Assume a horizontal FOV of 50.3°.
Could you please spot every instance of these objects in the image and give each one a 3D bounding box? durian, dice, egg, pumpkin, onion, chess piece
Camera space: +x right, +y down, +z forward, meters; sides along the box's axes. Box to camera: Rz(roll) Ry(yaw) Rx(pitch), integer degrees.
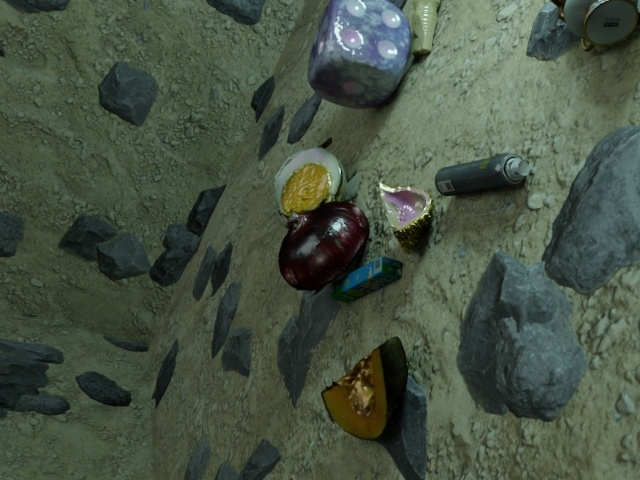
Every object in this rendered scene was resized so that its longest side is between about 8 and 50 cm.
[{"bbox_3d":[0.211,-0.058,1.737,0.182,0.132,0.165,29,105,64],"label":"durian"},{"bbox_3d":[0.119,-0.604,2.187,0.270,0.270,0.271,134,148,-65],"label":"dice"},{"bbox_3d":[-0.004,-0.166,2.290,0.286,0.174,0.264,13,83,43],"label":"egg"},{"bbox_3d":[0.145,0.349,1.587,0.169,0.148,0.312,57,144,16],"label":"pumpkin"},{"bbox_3d":[0.000,0.000,1.993,0.314,0.232,0.314,-36,17,13],"label":"onion"},{"bbox_3d":[0.321,-0.670,2.102,0.090,0.090,0.200,175,103,-65],"label":"chess piece"}]

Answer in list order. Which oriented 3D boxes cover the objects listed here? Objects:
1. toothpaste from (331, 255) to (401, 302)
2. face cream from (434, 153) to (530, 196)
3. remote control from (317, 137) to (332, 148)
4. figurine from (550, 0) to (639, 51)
[{"bbox_3d":[0.123,0.111,1.876,0.267,0.065,0.050,-34,45,54],"label":"toothpaste"},{"bbox_3d":[0.364,-0.146,1.536,0.283,0.073,0.073,-3,68,66],"label":"face cream"},{"bbox_3d":[0.015,-0.365,2.599,0.091,0.016,0.034,-32,38,55],"label":"remote control"},{"bbox_3d":[0.538,-0.496,1.363,0.263,0.142,0.189,-93,9,-45],"label":"figurine"}]
